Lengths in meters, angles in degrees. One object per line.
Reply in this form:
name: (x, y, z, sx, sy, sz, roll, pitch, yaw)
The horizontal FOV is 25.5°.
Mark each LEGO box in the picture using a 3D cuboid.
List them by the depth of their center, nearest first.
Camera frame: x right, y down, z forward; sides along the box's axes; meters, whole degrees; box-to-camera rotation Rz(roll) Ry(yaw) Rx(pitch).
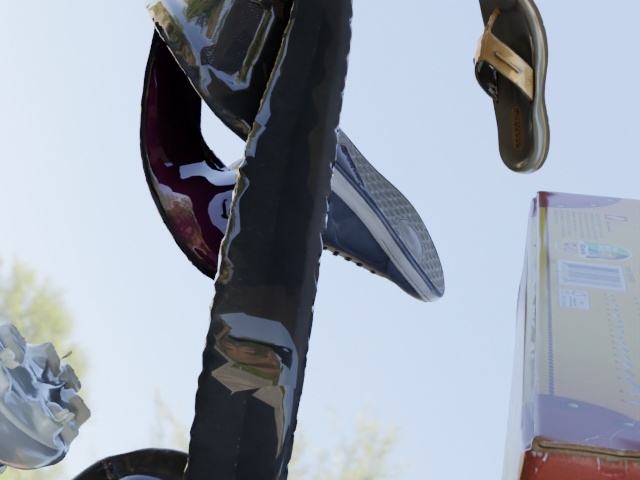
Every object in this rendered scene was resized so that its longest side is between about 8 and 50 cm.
LEGO box: (0.194, 0.207, 0.808, 0.500, 0.193, 0.372, -58, 152, -73)

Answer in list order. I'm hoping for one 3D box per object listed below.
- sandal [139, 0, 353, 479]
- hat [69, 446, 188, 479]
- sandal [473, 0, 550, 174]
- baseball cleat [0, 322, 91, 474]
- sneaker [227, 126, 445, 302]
sandal: (-0.045, -0.060, 0.691, 0.446, 0.107, 0.167, -84, -177, -51)
hat: (-0.124, 0.255, 1.134, 0.331, 0.331, 0.134, 48, -38, 46)
sandal: (0.158, -0.142, 1.219, 0.072, 0.049, 0.180, 13, -67, 57)
baseball cleat: (-0.160, 0.088, 0.636, 0.072, 0.109, 0.206, 58, -5, 8)
sneaker: (0.000, -0.001, 1.349, 0.226, 0.163, 0.086, 48, 26, -14)
